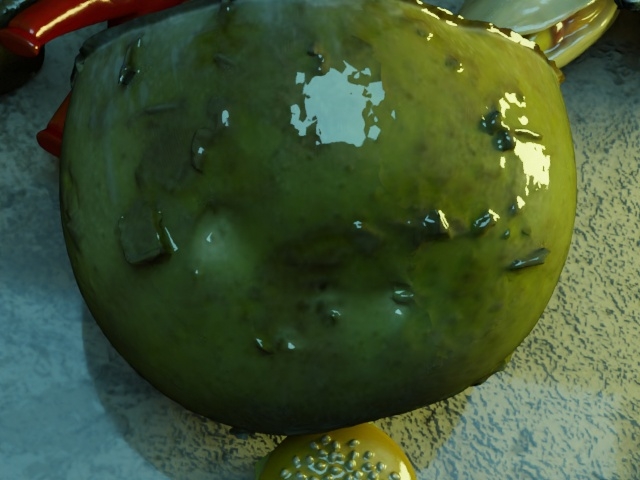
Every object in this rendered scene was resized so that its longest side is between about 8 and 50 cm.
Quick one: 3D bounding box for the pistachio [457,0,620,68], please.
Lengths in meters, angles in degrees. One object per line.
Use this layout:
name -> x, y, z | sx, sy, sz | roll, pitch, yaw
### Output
pistachio -> 0.225, -0.238, 1.599 | 0.200, 0.117, 0.145 | -40, 40, -10

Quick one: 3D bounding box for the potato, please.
potato -> 0.000, 0.000, 1.326 | 0.442, 0.385, 0.319 | -9, 69, 14

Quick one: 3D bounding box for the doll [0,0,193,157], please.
doll -> -0.160, -0.252, 1.536 | 0.099, 0.188, 0.384 | 19, 54, 29

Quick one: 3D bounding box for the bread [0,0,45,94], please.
bread -> -0.445, -0.316, 1.531 | 0.416, 0.165, 0.113 | 44, 66, 11

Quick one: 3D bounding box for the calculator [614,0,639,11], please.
calculator -> 0.404, -0.305, 1.538 | 0.261, 0.021, 0.161 | -11, 51, 0

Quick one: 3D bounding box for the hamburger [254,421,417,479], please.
hamburger -> 0.014, 0.236, 1.397 | 0.162, 0.115, 0.162 | 2, 68, -4
